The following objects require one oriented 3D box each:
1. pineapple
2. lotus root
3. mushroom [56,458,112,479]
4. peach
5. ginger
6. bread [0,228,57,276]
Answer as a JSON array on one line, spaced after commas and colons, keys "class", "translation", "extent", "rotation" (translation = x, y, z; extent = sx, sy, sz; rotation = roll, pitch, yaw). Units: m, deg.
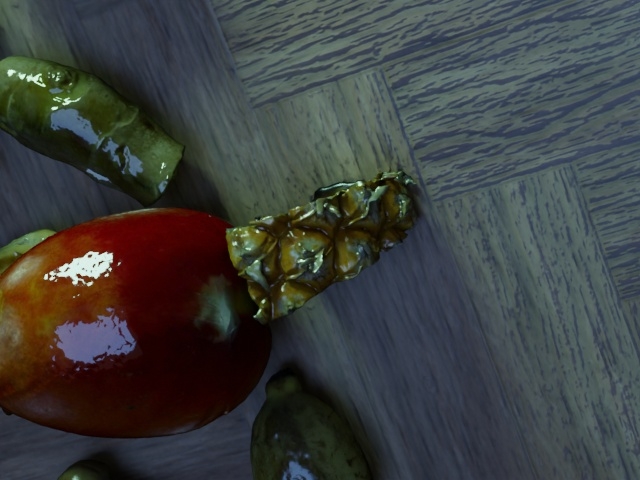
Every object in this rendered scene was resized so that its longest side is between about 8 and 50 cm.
[{"class": "pineapple", "translation": [0.000, 0.000, 1.679], "extent": [0.186, 0.236, 0.114], "rotation": [-7, 104, 63]}, {"class": "lotus root", "translation": [-0.019, 0.260, 1.794], "extent": [0.138, 0.138, 0.214], "rotation": [-26, 87, 25]}, {"class": "mushroom", "translation": [-0.194, 0.406, 1.906], "extent": [0.350, 0.128, 0.128], "rotation": [38, 116, 8]}, {"class": "peach", "translation": [-0.226, 0.102, 1.705], "extent": [0.338, 0.281, 0.281], "rotation": [-14, 104, 6]}, {"class": "ginger", "translation": [-0.277, -0.135, 1.752], "extent": [0.263, 0.109, 0.116], "rotation": [31, 99, 6]}, {"class": "bread", "translation": [-0.334, 0.112, 1.852], "extent": [0.198, 0.120, 0.236], "rotation": [-30, 95, 31]}]
